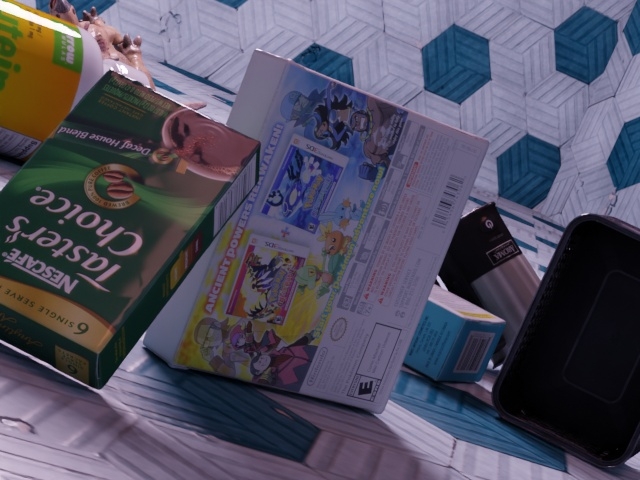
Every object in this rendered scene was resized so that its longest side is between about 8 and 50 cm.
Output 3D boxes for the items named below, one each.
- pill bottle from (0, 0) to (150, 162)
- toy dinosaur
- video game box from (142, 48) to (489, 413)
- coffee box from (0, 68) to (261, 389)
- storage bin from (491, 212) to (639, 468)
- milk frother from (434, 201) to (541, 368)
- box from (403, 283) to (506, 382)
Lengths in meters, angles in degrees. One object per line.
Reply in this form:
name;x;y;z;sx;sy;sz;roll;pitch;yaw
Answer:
pill bottle;-0.284;-0.148;1.536;0.246;0.136;0.136;19;8;-32
toy dinosaur;-0.251;-0.181;2.000;0.296;0.127;0.200;34;7;-36
video game box;0.000;0.000;1.106;0.187;0.205;0.048;18;5;-42
coffee box;-0.125;-0.010;0.972;0.113;0.184;0.040;27;-36;13
storage bin;0.229;0.078;1.353;0.122;0.180;0.084;26;7;17
milk frother;0.135;0.059;1.579;0.134;0.129;0.143;59;-20;7
box;0.031;0.042;1.460;0.244;0.060;0.100;27;8;26
